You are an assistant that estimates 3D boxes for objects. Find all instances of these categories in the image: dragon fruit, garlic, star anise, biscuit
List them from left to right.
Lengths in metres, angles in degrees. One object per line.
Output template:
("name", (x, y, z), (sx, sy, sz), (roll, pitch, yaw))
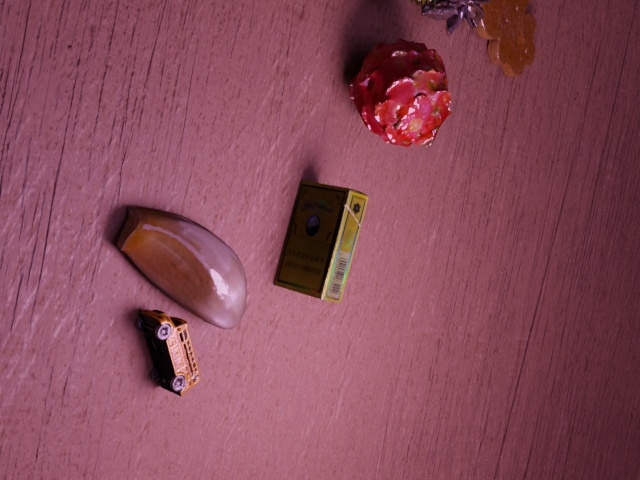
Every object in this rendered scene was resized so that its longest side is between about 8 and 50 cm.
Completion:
("garlic", (-0.225, 0.043, 1.692), (0.318, 0.112, 0.143), (40, 74, -31))
("dragon fruit", (0.162, -0.306, 1.917), (0.268, 0.210, 0.205), (-79, 178, -56))
("star anise", (0.314, -0.545, 2.063), (0.212, 0.073, 0.197), (16, 117, -52))
("biscuit", (0.435, -0.524, 2.242), (0.202, 0.044, 0.288), (-50, 131, -24))

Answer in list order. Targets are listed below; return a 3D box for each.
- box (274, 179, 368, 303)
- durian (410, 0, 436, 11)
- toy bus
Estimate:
("box", (0.000, 0.000, 1.865), (0.064, 0.141, 0.220), (19, 87, -45))
("durian", (0.238, -0.616, 1.934), (0.352, 0.169, 0.158), (-50, 130, -25))
("toy bus", (-0.267, 0.191, 1.695), (0.074, 0.069, 0.162), (-31, 121, -37))
